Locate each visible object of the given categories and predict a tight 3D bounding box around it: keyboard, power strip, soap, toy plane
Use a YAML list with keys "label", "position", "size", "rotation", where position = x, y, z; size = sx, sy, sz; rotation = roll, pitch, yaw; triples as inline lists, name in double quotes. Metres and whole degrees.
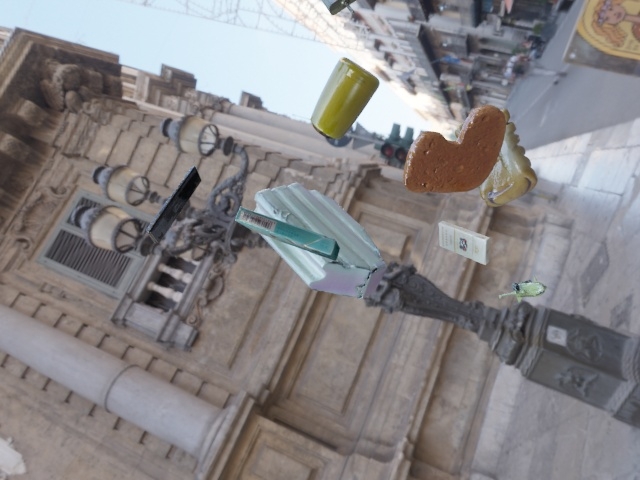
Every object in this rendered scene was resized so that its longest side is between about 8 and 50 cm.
- label: "keyboard"
  position: [-0.401, -0.100, 1.270]
  size: [0.094, 0.025, 0.230]
  rotation: [96, -160, -65]
- label: "power strip"
  position: [0.024, -0.665, 1.181]
  size: [0.092, 0.268, 0.034]
  rotation: [-31, -25, 8]
- label: "soap"
  position: [0.000, 0.000, 1.494]
  size: [0.261, 0.446, 0.156]
  rotation: [-18, -38, -44]
- label: "toy plane"
  position: [0.412, 0.098, 0.916]
  size: [0.111, 0.102, 0.040]
  rotation: [103, 152, -71]

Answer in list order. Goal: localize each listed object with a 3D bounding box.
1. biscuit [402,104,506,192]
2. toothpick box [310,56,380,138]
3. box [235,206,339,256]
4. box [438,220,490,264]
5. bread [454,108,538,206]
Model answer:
- label: "biscuit"
  position: [0.265, -0.181, 0.918]
  size: [0.036, 0.191, 0.186]
  rotation: [-104, 15, -51]
- label: "toothpick box"
  position: [0.080, -0.512, 1.695]
  size: [0.271, 0.175, 0.175]
  rotation: [-56, -9, 23]
- label: "box"
  position: [-0.070, -0.012, 1.077]
  size: [0.162, 0.229, 0.042]
  rotation: [51, -121, -81]
- label: "box"
  position: [0.436, 0.005, 1.401]
  size: [0.024, 0.166, 0.090]
  rotation: [-32, -52, -28]
- label: "bread"
  position: [0.410, -0.198, 1.072]
  size: [0.081, 0.134, 0.225]
  rotation: [-5, -106, -45]
